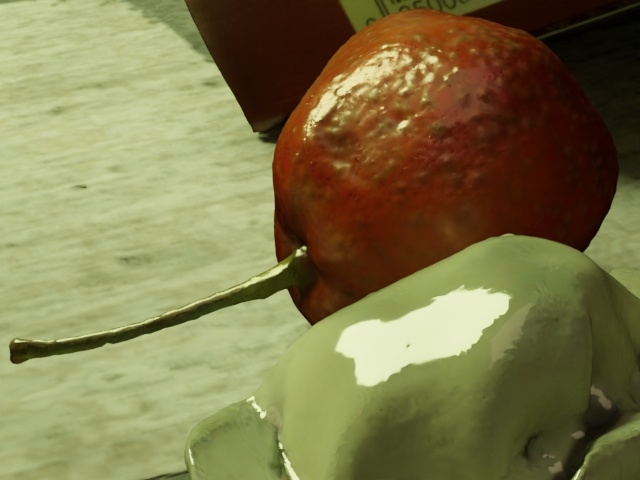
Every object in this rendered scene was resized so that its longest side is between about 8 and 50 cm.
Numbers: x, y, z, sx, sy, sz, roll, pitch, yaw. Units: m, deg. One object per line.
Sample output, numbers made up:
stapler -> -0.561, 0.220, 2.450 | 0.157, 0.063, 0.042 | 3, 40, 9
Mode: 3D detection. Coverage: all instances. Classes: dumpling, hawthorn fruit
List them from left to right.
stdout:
hawthorn fruit -> 0.000, 0.000, 0.895 | 0.285, 0.165, 0.165 | -28, 39, -23
dumpling -> 0.069, 0.071, 0.776 | 0.250, 0.132, 0.162 | -23, 34, -31

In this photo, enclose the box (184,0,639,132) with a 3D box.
box -> 0.141, -0.241, 1.165 | 0.344, 0.122, 0.385 | -17, 22, 30
